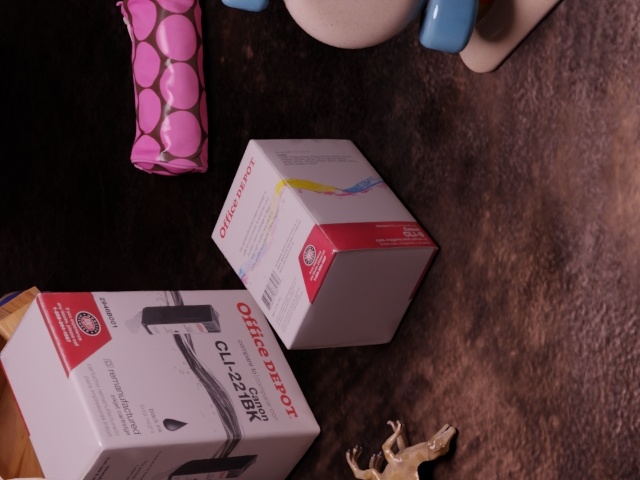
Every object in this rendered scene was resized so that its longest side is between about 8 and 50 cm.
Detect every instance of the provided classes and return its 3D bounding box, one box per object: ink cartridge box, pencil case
[{"bbox_3d":[-0.164,0.159,1.881,0.114,0.273,0.197,-53,51,36],"label":"ink cartridge box"},{"bbox_3d":[-0.177,-0.176,2.036,0.098,0.095,0.209,-4,86,19],"label":"pencil case"},{"bbox_3d":[0.000,0.000,1.768,0.176,0.127,0.128,54,132,37],"label":"ink cartridge box"}]

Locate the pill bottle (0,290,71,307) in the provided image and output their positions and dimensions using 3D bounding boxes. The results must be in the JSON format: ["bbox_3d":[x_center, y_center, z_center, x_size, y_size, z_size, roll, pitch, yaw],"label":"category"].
[{"bbox_3d":[-0.318,0.123,2.214,0.219,0.123,0.122,0,91,53],"label":"pill bottle"}]

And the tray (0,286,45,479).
[{"bbox_3d":[-0.333,0.244,2.156,0.203,0.076,0.411,46,145,12],"label":"tray"}]

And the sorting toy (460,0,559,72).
[{"bbox_3d":[0.150,-0.285,1.626,0.193,0.038,0.208,-47,56,44],"label":"sorting toy"}]

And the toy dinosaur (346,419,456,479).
[{"bbox_3d":[0.066,0.237,1.753,0.092,0.053,0.183,49,129,39],"label":"toy dinosaur"}]

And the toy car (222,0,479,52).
[{"bbox_3d":[0.034,-0.292,1.646,0.238,0.219,0.210,-98,20,-73],"label":"toy car"}]

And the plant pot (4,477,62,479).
[{"bbox_3d":[-0.227,0.425,1.690,0.334,0.305,0.333,-9,62,17],"label":"plant pot"}]
